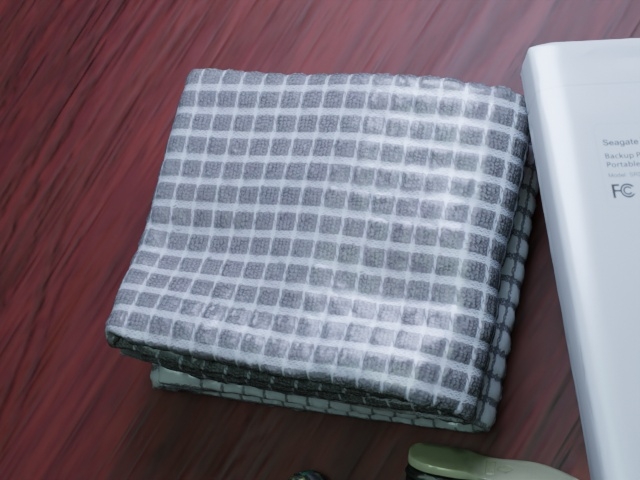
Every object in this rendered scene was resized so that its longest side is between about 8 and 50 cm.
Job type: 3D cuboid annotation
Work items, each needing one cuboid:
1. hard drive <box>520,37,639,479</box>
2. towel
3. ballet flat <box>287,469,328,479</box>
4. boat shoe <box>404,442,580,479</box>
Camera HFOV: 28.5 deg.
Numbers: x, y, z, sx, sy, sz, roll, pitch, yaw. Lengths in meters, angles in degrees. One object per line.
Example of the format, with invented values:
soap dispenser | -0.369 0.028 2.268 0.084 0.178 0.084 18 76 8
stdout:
hard drive | 0.264 0.035 0.765 0.233 0.047 0.353 -3 66 -5
towel | 0.000 0.000 0.888 0.284 0.121 0.235 6 76 21
ballet flat | -0.020 0.216 0.876 0.041 0.041 0.114 4 76 21
boat shoe | 0.121 0.170 0.838 0.133 0.049 0.042 9 106 15
